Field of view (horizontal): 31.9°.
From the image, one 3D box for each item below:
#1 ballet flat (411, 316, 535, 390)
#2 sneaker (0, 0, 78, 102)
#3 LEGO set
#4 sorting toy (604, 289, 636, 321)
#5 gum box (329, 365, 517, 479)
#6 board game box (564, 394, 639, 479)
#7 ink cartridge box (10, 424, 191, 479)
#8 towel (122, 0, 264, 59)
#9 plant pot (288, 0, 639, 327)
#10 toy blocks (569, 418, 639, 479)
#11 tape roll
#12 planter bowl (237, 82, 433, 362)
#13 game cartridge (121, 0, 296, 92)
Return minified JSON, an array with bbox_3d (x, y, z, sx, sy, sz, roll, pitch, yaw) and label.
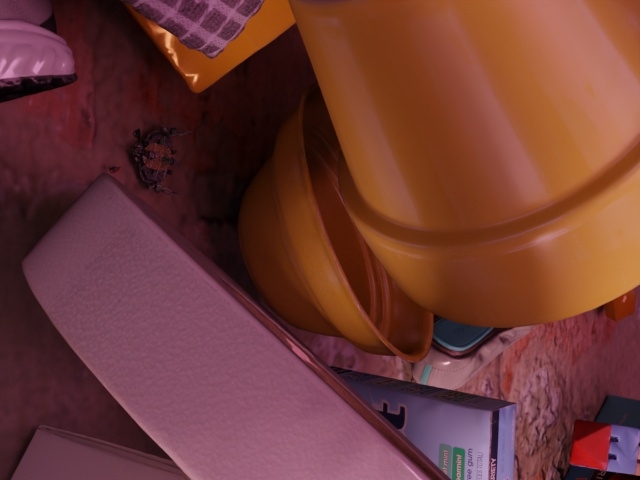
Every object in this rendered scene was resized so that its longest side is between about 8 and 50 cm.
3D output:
[{"bbox_3d":[0.158,0.086,1.096,0.213,0.072,0.068,-25,140,-45],"label":"ballet flat"},{"bbox_3d":[-0.247,-0.115,0.561,0.271,0.100,0.108,-16,96,-54],"label":"sneaker"},{"bbox_3d":[-0.123,-0.051,0.768,0.083,0.023,0.054,-24,111,-32],"label":"LEGO set"},{"bbox_3d":[0.383,-0.068,1.294,0.229,0.041,0.307,-21,113,-20],"label":"sorting toy"},{"bbox_3d":[0.064,0.192,0.888,0.041,0.184,0.157,-4,97,-50],"label":"gum box"},{"bbox_3d":[0.341,0.395,1.328,0.336,0.079,0.254,-51,130,-34],"label":"board game box"},{"bbox_3d":[-0.077,0.273,0.718,0.270,0.197,0.198,45,61,-43],"label":"ink cartridge box"},{"bbox_3d":[-0.101,-0.255,0.570,0.283,0.121,0.235,28,106,-35],"label":"towel"},{"bbox_3d":[0.101,-0.113,0.703,0.239,0.254,0.254,52,56,-38],"label":"plant pot"},{"bbox_3d":[0.354,0.345,1.168,0.261,0.190,0.382,13,82,-37],"label":"toy blocks"},{"bbox_3d":[-0.006,0.113,0.648,0.072,0.392,0.392,-48,133,-3],"label":"tape roll"},{"bbox_3d":[0.000,0.000,0.837,0.217,0.090,0.217,51,27,-39],"label":"planter bowl"},{"bbox_3d":[-0.030,-0.290,0.690,0.323,0.053,0.285,-37,129,0],"label":"game cartridge"}]
